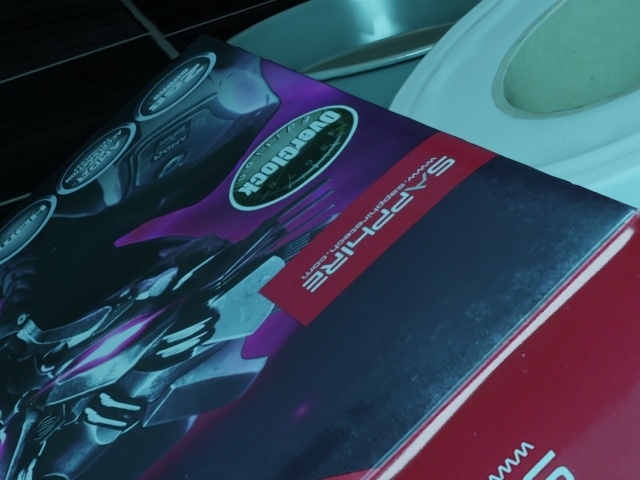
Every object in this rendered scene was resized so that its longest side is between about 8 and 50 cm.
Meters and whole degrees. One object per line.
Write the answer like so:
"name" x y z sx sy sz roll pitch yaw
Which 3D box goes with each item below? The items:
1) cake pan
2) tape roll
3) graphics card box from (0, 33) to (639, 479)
"cake pan" 0.058 -0.149 1.410 0.293 0.054 0.293 -15 18 5
"tape roll" 0.169 -0.068 0.866 0.286 0.100 0.286 -29 23 14
"graphics card box" -0.037 0.055 0.663 0.233 0.094 0.371 -44 25 -6
